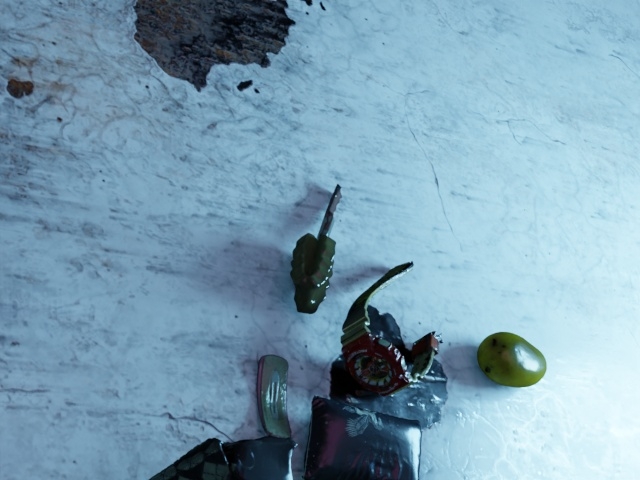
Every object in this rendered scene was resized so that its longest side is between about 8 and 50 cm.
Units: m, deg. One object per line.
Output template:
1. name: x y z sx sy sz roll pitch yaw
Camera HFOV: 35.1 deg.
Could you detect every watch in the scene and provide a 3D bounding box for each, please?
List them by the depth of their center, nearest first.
1. watch: 0.130 0.150 1.714 0.164 0.102 0.268 54 36 -2

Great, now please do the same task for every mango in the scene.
1. mango: 0.353 0.217 1.831 0.161 0.076 0.103 14 47 -39

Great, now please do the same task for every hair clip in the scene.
1. hair clip: -0.070 0.240 1.544 0.054 0.022 0.137 15 53 -29

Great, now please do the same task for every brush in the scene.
1. brush: 0.000 0.000 1.730 0.071 0.084 0.301 8 41 7

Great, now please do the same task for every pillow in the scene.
1. pillow: 0.070 0.322 1.566 0.208 0.055 0.141 19 58 -24

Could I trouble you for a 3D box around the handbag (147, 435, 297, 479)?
1. handbag: -0.098 0.461 1.170 0.180 0.317 0.415 8 57 -39
